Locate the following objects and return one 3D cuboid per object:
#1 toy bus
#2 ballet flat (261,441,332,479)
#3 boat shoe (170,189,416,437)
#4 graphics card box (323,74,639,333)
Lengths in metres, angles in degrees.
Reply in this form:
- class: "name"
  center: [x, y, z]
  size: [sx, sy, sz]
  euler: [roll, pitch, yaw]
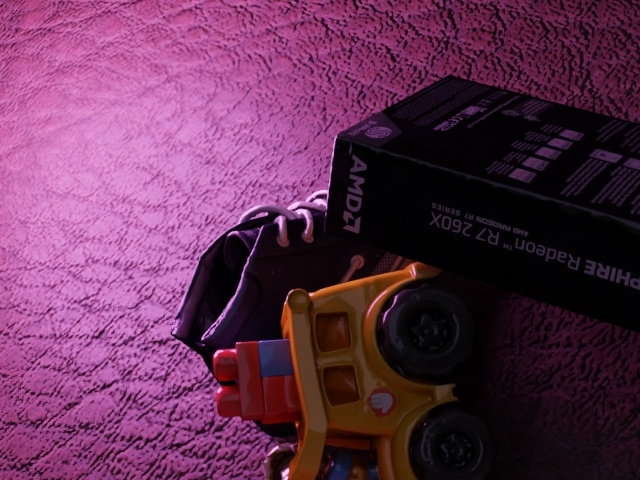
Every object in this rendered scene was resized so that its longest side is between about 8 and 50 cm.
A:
- class: "toy bus"
  center: [0.023, 0.139, 1.092]
  size: [0.211, 0.149, 0.220]
  euler: [-7, 74, -8]
- class: "ballet flat"
  center: [0.009, 0.264, 1.125]
  size: [0.091, 0.077, 0.241]
  euler: [-36, 51, 0]
- class: "boat shoe"
  center: [0.000, 0.000, 1.236]
  size: [0.127, 0.158, 0.340]
  euler: [5, 61, 48]
- class: "graphics card box"
  center: [0.216, -0.028, 1.085]
  size: [0.371, 0.094, 0.233]
  euler: [19, 27, 22]
